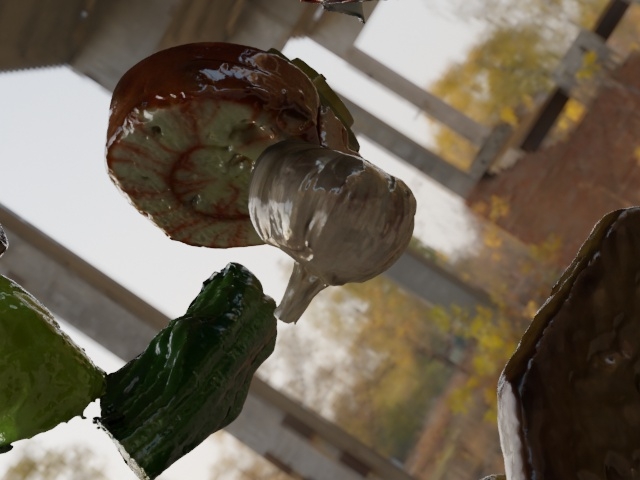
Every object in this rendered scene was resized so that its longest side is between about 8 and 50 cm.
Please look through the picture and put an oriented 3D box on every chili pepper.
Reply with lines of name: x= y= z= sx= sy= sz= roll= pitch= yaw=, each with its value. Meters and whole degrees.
chili pepper: x=-0.191 y=0.205 z=1.935 sx=0.213 sy=0.167 sz=0.385 roll=-27 pitch=17 yaw=49

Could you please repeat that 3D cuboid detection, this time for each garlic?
garlic: x=0.000 y=0.000 z=1.511 sx=0.218 sy=0.218 sz=0.212 roll=2 pitch=-71 yaw=-81

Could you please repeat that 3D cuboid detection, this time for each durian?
durian: x=-0.460 y=0.151 z=1.681 sx=0.256 sy=0.340 sz=0.204 roll=-30 pitch=31 yaw=6

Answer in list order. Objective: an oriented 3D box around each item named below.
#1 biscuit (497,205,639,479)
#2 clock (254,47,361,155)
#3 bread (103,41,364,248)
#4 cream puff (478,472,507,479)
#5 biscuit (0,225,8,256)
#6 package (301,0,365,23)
biscuit: x=0.267 y=0.138 z=0.814 sx=0.359 sy=0.359 sz=0.046 roll=-53 pitch=7 yaw=-26
clock: x=-0.012 y=-0.211 z=1.947 sx=0.057 sy=0.237 sz=0.237 roll=-43 pitch=-9 yaw=-4
bread: x=-0.124 y=-0.112 z=1.670 sx=0.295 sy=0.327 sz=0.114 roll=-20 pitch=52 yaw=26
cream puff: x=0.141 y=0.375 z=1.239 sx=0.378 sy=0.275 sz=0.378 roll=-29 pitch=35 yaw=22
biscuit: x=-0.452 y=-0.125 z=1.287 sx=0.074 sy=0.381 sz=0.359 roll=-43 pitch=22 yaw=-6
package: x=-0.046 y=-0.305 z=1.307 sx=0.194 sy=0.269 sz=0.071 roll=-30 pitch=38 yaw=62
